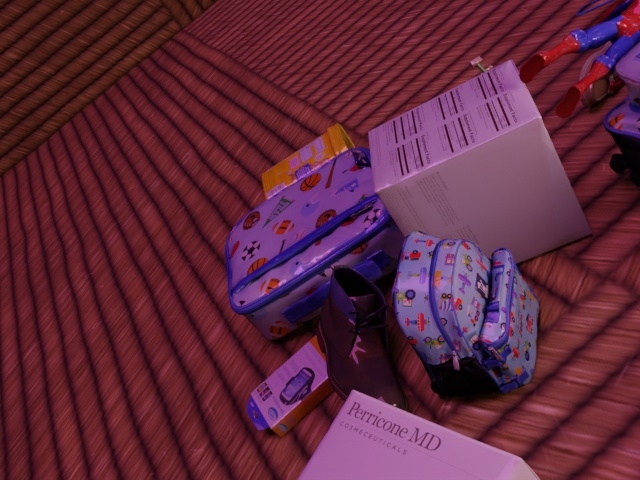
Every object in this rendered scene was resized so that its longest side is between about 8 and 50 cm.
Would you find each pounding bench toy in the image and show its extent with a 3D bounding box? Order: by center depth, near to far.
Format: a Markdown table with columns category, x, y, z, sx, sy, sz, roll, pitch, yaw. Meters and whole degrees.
| category | x | y | z | sx | sy | sz | roll | pitch | yaw |
| --- | --- | --- | --- | --- | --- | --- | --- | --- | --- |
| pounding bench toy | 0.273 | -0.249 | 1.119 | 0.052 | 0.083 | 0.065 | -39 | 33 | -1 |

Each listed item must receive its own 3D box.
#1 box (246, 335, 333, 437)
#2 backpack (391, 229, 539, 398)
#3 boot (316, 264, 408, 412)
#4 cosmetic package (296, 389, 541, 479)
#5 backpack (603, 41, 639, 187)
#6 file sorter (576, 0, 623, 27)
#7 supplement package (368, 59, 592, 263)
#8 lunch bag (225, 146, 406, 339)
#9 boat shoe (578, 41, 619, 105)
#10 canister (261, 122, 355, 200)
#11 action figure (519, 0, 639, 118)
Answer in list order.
| category | x | y | z | sx | sy | sz | roll | pitch | yaw |
| --- | --- | --- | --- | --- | --- | --- | --- | --- | --- |
| box | -0.035 | 0.197 | 0.932 | 0.136 | 0.028 | 0.081 | -43 | 34 | -2 |
| backpack | 0.156 | 0.069 | 0.775 | 0.117 | 0.173 | 0.158 | -11 | 42 | 34 |
| boot | 0.047 | 0.120 | 0.857 | 0.082 | 0.106 | 0.219 | -6 | 28 | -20 |
| cosmetic package | 0.033 | 0.332 | 0.568 | 0.197 | 0.155 | 0.365 | 8 | 59 | 48 |
| backpack | 0.466 | -0.159 | 0.733 | 0.263 | 0.213 | 0.276 | -36 | 33 | -4 |
| file sorter | 0.428 | -0.405 | 1.061 | 0.104 | 0.170 | 0.118 | -19 | 15 | 35 |
| supplement package | 0.197 | -0.077 | 0.888 | 0.203 | 0.194 | 0.149 | -24 | 35 | 19 |
| lunch bag | 0.000 | 0.000 | 1.046 | 0.303 | 0.115 | 0.243 | -34 | 32 | 14 |
| boat shoe | 0.423 | -0.252 | 1.013 | 0.153 | 0.056 | 0.048 | -46 | 29 | -24 |
| canister | -0.016 | -0.119 | 1.243 | 0.170 | 0.073 | 0.126 | -31 | 34 | 13 |
| action figure | 0.345 | -0.227 | 0.869 | 0.280 | 0.091 | 0.139 | -35 | -12 | -24 |
